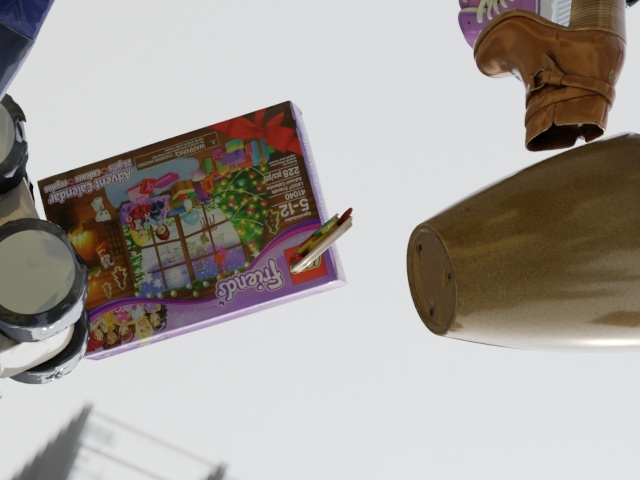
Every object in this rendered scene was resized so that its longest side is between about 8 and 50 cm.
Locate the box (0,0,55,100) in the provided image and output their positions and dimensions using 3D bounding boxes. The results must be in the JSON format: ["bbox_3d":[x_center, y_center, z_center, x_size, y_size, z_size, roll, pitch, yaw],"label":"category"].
[{"bbox_3d":[-0.173,-0.094,0.978,0.225,0.036,0.136,-51,-165,36],"label":"box"}]

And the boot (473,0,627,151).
[{"bbox_3d":[0.212,-0.152,1.858,0.197,0.073,0.152,-21,-128,50],"label":"boot"}]

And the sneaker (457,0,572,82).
[{"bbox_3d":[0.235,-0.292,2.313,0.102,0.161,0.282,-51,160,-27],"label":"sneaker"}]

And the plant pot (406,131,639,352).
[{"bbox_3d":[0.227,0.021,1.995,0.237,0.254,0.237,170,-90,-69],"label":"plant pot"}]

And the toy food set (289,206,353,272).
[{"bbox_3d":[0.000,0.000,1.828,0.082,0.020,0.083,-41,180,23],"label":"toy food set"}]

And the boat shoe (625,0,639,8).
[{"bbox_3d":[0.357,-0.348,1.836,0.114,0.091,0.302,-22,159,-39],"label":"boat shoe"}]

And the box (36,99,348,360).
[{"bbox_3d":[-0.137,-0.009,2.021,0.057,0.293,0.201,26,47,-76],"label":"box"}]

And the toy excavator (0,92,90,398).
[{"bbox_3d":[-0.485,-0.007,1.804,0.222,0.445,0.433,113,-46,-71],"label":"toy excavator"}]
